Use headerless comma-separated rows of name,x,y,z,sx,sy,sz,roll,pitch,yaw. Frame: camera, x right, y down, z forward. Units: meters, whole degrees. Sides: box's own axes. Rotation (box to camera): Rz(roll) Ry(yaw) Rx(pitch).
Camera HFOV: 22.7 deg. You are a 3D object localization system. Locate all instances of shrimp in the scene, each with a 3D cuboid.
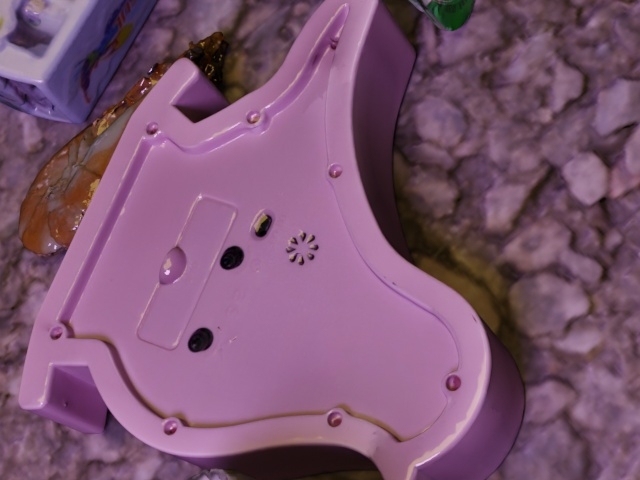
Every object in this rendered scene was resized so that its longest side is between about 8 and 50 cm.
shrimp,-0.124,-0.065,1.001,0.184,0.043,0.091,-45,40,-3

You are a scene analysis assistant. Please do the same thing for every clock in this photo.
clock,0.000,0.000,0.902,0.275,0.080,0.290,14,77,28

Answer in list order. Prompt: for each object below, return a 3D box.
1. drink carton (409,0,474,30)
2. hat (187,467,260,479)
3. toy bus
drink carton,0.016,-0.218,0.954,0.142,0.144,0.146,12,74,34
hat,0.013,0.261,0.768,0.301,0.168,0.257,32,108,8
toy bus,-0.143,-0.242,1.054,0.136,0.109,0.329,26,81,20
